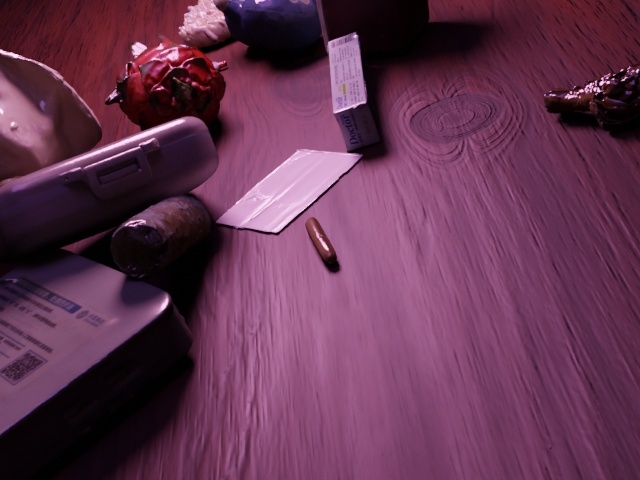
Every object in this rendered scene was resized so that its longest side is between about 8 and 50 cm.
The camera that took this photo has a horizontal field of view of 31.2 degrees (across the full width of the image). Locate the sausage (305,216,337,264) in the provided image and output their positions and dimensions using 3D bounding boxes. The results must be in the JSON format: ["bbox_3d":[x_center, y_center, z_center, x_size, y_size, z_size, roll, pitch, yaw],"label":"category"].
[{"bbox_3d":[0.000,0.000,1.686,0.024,0.024,0.132,-24,28,-3],"label":"sausage"}]

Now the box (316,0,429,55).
[{"bbox_3d":[0.099,-0.501,2.202,0.167,0.294,0.193,9,41,27],"label":"box"}]

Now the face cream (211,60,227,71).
[{"bbox_3d":[-0.241,-0.368,2.468,0.083,0.021,0.040,-18,29,8],"label":"face cream"}]

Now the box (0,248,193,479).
[{"bbox_3d":[-0.422,0.176,1.596,0.396,0.111,0.396,-38,33,-27],"label":"box"}]

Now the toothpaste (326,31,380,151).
[{"bbox_3d":[0.057,-0.272,2.042,0.067,0.081,0.337,-18,29,9],"label":"toothpaste"}]

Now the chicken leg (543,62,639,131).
[{"bbox_3d":[0.426,-0.212,1.709,0.196,0.081,0.125,-15,19,28],"label":"chicken leg"}]

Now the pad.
[{"bbox_3d":[-0.052,-0.084,1.882,0.156,0.004,0.232,9,42,43],"label":"pad"}]

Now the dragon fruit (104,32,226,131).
[{"bbox_3d":[-0.295,-0.293,2.212,0.192,0.193,0.274,-56,34,-1],"label":"dragon fruit"}]

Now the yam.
[{"bbox_3d":[-0.235,-0.008,1.698,0.093,0.093,0.259,-16,8,11],"label":"yam"}]

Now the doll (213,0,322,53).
[{"bbox_3d":[-0.104,-0.472,2.400,0.228,0.154,0.258,5,2,-30],"label":"doll"}]

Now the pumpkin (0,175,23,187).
[{"bbox_3d":[-0.573,-0.042,2.044,0.247,0.126,0.131,-8,30,25],"label":"pumpkin"}]

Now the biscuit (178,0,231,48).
[{"bbox_3d":[-0.209,-0.533,2.663,0.179,0.084,0.281,-3,36,23],"label":"biscuit"}]

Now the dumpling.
[{"bbox_3d":[-0.634,-0.202,2.160,0.395,0.316,0.233,-29,25,-3],"label":"dumpling"}]

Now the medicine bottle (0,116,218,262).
[{"bbox_3d":[-0.357,-0.080,1.859,0.375,0.123,0.282,-23,-1,-24],"label":"medicine bottle"}]
